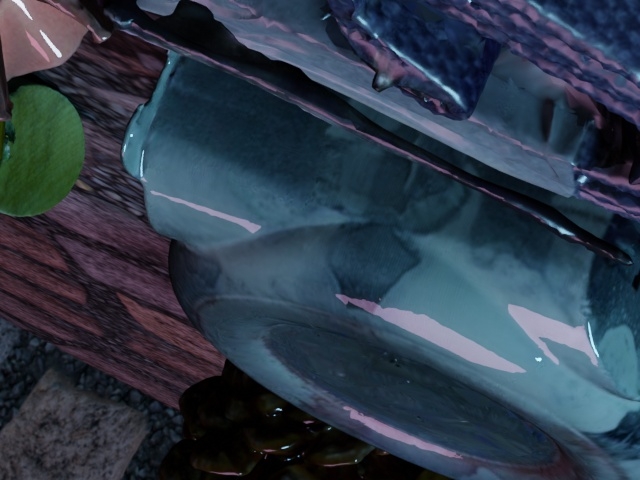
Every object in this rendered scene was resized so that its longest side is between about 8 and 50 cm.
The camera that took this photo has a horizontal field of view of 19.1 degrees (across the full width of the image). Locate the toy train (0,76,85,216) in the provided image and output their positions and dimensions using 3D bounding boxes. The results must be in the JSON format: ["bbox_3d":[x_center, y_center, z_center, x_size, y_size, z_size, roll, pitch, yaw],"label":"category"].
[{"bbox_3d":[-0.303,-0.083,1.246,0.307,0.126,0.189,18,167,31],"label":"toy train"}]

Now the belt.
[{"bbox_3d":[0.043,-0.080,0.529,0.230,0.126,0.139,25,167,-2],"label":"belt"}]

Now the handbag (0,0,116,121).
[{"bbox_3d":[-0.142,-0.135,0.566,0.212,0.059,0.157,54,-179,-11],"label":"handbag"}]

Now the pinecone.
[{"bbox_3d":[0.011,0.180,1.428,0.244,0.244,0.309,15,139,41],"label":"pinecone"}]

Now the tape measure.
[{"bbox_3d":[0.064,0.009,0.840,0.256,0.147,0.275,20,163,18],"label":"tape measure"}]

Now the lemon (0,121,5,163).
[{"bbox_3d":[-0.294,-0.067,0.935,0.297,0.297,0.297,24,169,5],"label":"lemon"}]
